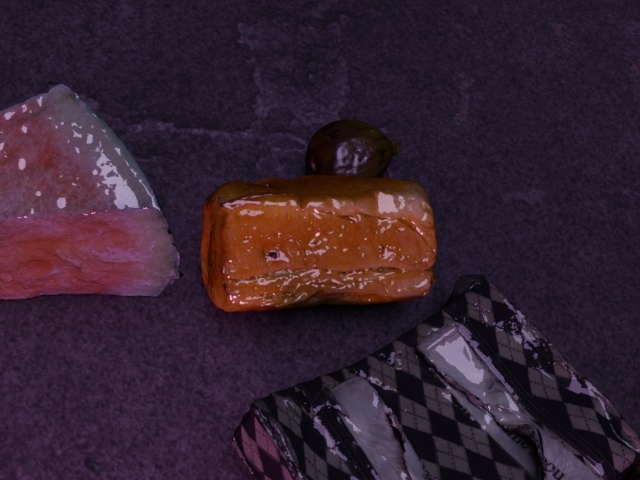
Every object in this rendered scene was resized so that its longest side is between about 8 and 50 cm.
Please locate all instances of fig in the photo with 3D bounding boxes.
[{"bbox_3d":[0.054,-0.115,1.172,0.154,0.103,0.109,-9,103,-30],"label":"fig"}]

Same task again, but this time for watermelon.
[{"bbox_3d":[-0.310,-0.040,0.950,0.301,0.264,0.151,-2,64,-11],"label":"watermelon"}]

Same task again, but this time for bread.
[{"bbox_3d":[0.000,0.000,1.060,0.294,0.132,0.167,-3,89,-17],"label":"bread"}]

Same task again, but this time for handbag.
[{"bbox_3d":[0.135,0.236,0.978,0.416,0.180,0.317,-23,68,-30],"label":"handbag"}]

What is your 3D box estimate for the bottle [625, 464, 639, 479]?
[{"bbox_3d":[0.389,0.370,0.976,0.143,0.156,0.271,16,48,39],"label":"bottle"}]
